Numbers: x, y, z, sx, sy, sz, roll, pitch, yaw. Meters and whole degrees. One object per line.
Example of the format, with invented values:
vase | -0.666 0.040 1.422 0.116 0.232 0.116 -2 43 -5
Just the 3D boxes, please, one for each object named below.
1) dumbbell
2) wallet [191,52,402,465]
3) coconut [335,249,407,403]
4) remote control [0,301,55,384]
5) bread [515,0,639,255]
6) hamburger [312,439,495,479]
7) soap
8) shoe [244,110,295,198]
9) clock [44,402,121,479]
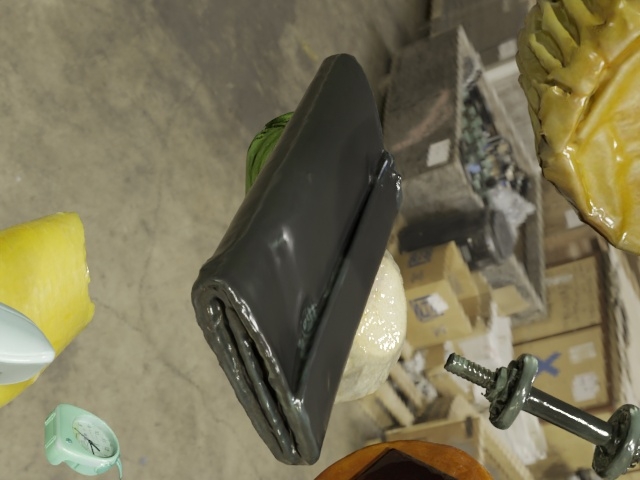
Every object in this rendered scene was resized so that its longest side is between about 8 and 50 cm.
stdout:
dumbbell | 0.240 0.172 0.873 0.254 0.082 0.081 25 33 3
wallet | 0.001 0.000 0.899 0.406 0.062 0.228 -66 141 -48
coconut | -0.019 0.123 1.463 0.329 0.328 0.329 42 39 -45
remote control | -0.308 0.024 0.541 0.293 0.103 0.051 23 65 -20
bread | 0.254 -0.116 0.563 0.227 0.253 0.142 37 29 -16
hamburger | 0.107 0.389 1.032 0.291 0.291 0.225 -63 139 -56
soap | -0.535 0.123 1.563 0.427 0.115 0.306 -52 151 -71
shoe | -0.040 -0.049 1.172 0.128 0.140 0.262 76 17 -59
clock | -0.339 0.302 1.308 0.135 0.041 0.101 35 17 -31
